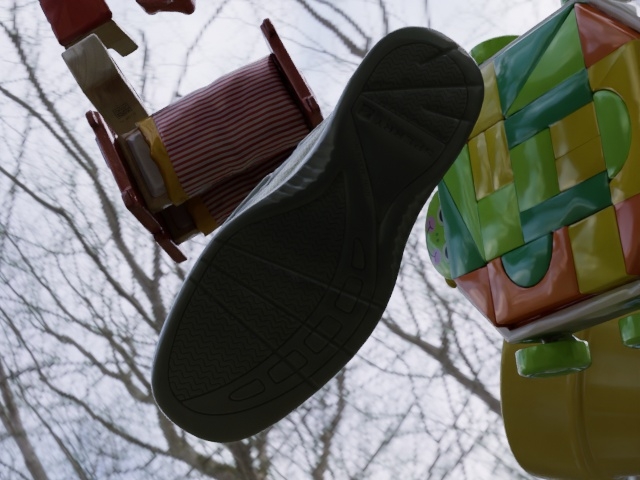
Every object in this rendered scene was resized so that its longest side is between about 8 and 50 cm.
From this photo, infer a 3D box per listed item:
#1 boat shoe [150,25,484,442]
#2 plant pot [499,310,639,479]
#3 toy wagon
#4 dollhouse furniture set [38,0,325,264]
[{"bbox_3d":[-0.001,-0.002,0.815,0.118,0.103,0.320,32,-108,-2],"label":"boat shoe"},{"bbox_3d":[0.340,0.133,1.209,0.254,0.239,0.254,-11,-77,-54],"label":"plant pot"},{"bbox_3d":[0.163,-0.033,0.913,0.068,0.344,0.267,1,-107,-28],"label":"toy wagon"},{"bbox_3d":[-0.151,-0.185,1.214,0.201,0.374,0.152,-30,-26,-1],"label":"dollhouse furniture set"}]
